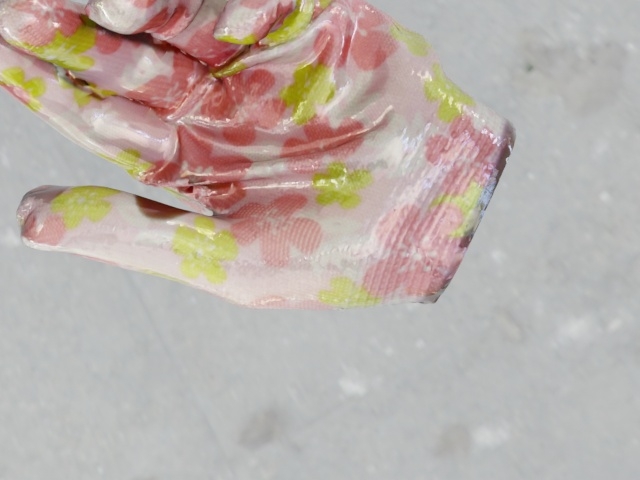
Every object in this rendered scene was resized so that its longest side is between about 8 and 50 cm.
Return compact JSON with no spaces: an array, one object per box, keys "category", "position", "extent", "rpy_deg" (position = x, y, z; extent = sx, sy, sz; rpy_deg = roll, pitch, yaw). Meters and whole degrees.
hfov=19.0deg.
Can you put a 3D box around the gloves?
[{"category":"gloves","position":[-0.043,-0.054,0.846],"extent":[0.241,0.126,0.145],"rpy_deg":[25,116,-6]}]
